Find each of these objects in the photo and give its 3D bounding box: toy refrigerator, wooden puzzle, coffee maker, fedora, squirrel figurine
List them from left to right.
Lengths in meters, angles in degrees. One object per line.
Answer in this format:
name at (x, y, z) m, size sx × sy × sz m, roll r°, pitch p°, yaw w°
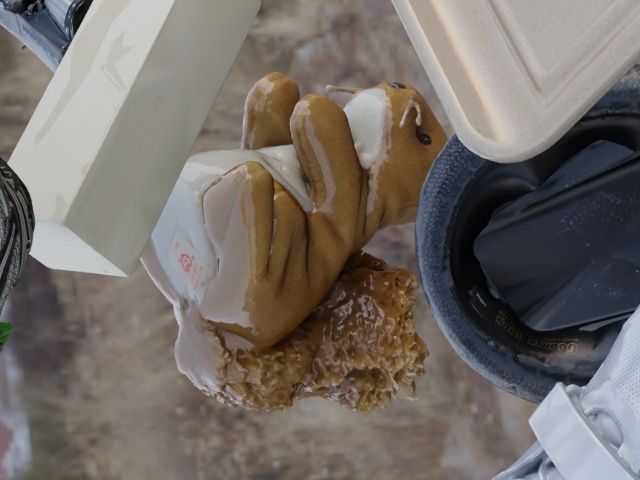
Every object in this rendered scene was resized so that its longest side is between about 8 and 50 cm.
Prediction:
coffee maker at (-0.257, -0.235, 1.559) m, size 0.178 × 0.120 × 0.171 m, roll 42°, pitch 174°, yaw 31°
toy refrigerator at (-0.154, -0.107, 1.234) m, size 0.102 × 0.094 × 0.269 m, roll 4°, pitch 62°, yaw 40°
squirrel figurine at (0.000, 0.000, 1.756) m, size 0.281 × 0.370 × 0.397 m, roll 12°, pitch 117°, yaw 50°
wooden puzzle at (0.112, -0.179, 0.597) m, size 0.239 × 0.044 × 0.221 m, roll -43°, pitch 53°, yaw 31°
fedora at (0.256, -0.009, 1.352) m, size 0.152 × 0.334 × 0.334 m, roll -38°, pitch -54°, yaw -73°

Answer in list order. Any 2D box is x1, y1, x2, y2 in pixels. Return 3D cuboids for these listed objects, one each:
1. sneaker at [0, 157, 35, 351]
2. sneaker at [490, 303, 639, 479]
sneaker at (-0.245, -0.042, 0.918) m, size 0.134 × 0.146 × 0.343 m, roll 35°, pitch 132°, yaw 23°
sneaker at (0.141, 0.177, 0.954) m, size 0.137 × 0.210 × 0.365 m, roll 53°, pitch 135°, yaw 51°
